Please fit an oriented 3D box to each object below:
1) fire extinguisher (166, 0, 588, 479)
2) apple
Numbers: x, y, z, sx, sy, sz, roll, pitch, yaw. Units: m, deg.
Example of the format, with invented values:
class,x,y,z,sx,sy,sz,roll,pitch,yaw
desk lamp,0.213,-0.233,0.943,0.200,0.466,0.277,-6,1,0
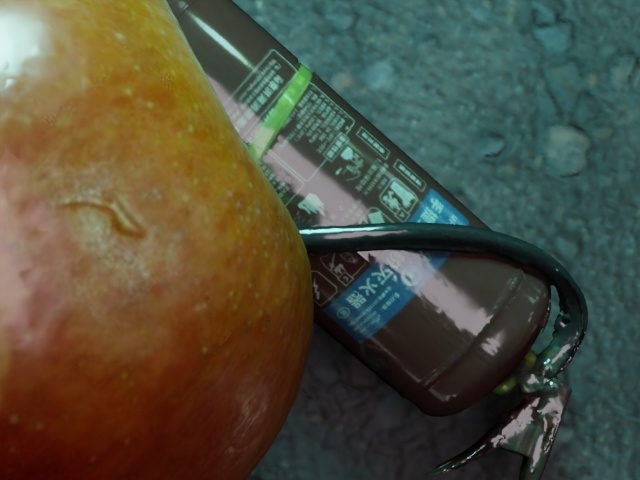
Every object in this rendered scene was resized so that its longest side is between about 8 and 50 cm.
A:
class,x,y,z,sx,sy,sz,roll,pitch,yaw
fire extinguisher,0.000,0.000,0.827,0.341,0.105,0.141,41,96,-7
apple,-0.118,0.003,0.656,0.206,0.251,0.272,-39,127,-12
